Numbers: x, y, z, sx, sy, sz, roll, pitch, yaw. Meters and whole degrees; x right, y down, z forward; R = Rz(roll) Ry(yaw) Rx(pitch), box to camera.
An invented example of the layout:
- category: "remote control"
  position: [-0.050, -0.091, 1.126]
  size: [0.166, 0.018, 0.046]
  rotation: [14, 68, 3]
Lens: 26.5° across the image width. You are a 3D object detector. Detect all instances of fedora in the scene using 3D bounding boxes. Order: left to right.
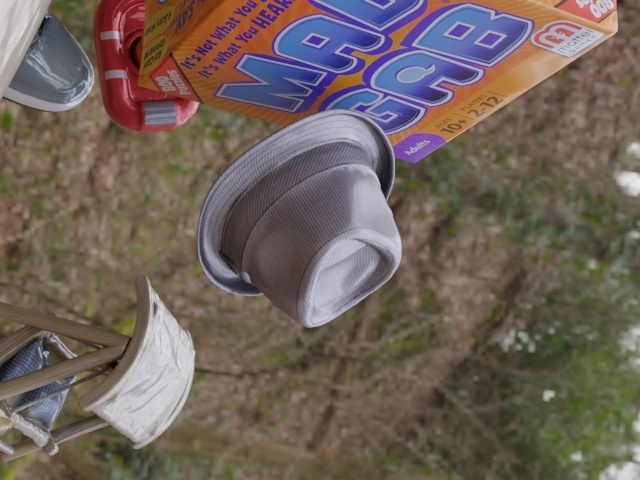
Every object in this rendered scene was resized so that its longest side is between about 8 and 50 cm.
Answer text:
- category: "fedora"
  position: [0.000, 0.000, 1.445]
  size: [0.124, 0.243, 0.275]
  rotation: [54, -16, 26]

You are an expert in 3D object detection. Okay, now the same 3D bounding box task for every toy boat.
- category: "toy boat"
  position: [-0.251, -0.284, 2.026]
  size: [0.151, 0.151, 0.231]
  rotation: [157, -75, -65]

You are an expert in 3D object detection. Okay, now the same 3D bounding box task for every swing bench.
- category: "swing bench"
  position: [-0.294, 0.158, 1.623]
  size: [0.253, 0.254, 0.165]
  rotation: [70, 18, -70]

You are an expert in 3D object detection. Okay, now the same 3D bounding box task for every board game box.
- category: "board game box"
  position: [0.051, -0.343, 1.433]
  size: [0.356, 0.356, 0.356]
  rotation: [-32, -129, 54]

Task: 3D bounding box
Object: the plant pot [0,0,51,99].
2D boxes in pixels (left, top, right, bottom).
- category: "plant pot"
  position: [-0.316, -0.144, 0.941]
  size: [0.256, 0.256, 0.274]
  rotation: [122, -18, -85]

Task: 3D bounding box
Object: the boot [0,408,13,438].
- category: "boot"
  position: [-0.321, 0.108, 1.039]
  size: [0.077, 0.165, 0.213]
  rotation: [-36, -179, -32]

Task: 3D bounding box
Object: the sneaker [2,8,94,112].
- category: "sneaker"
  position: [-0.322, -0.252, 1.317]
  size: [0.124, 0.295, 0.178]
  rotation: [-57, -163, -23]
